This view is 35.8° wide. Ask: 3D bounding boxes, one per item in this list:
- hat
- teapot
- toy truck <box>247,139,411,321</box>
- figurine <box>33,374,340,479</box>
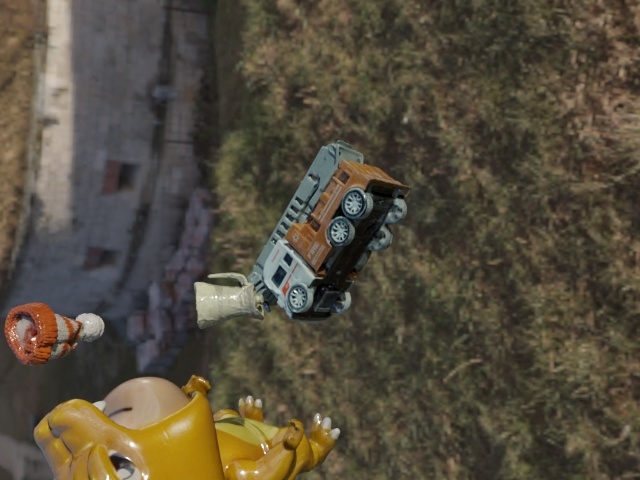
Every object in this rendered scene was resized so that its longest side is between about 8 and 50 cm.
[{"bbox_3d":[-0.438,0.155,1.669,0.093,0.162,0.112,-51,60,19],"label":"hat"},{"bbox_3d":[-0.110,0.071,1.193,0.057,0.083,0.067,-101,8,-77],"label":"teapot"},{"bbox_3d":[0.000,0.000,1.780,0.184,0.133,0.338,44,112,34],"label":"toy truck"},{"bbox_3d":[-0.151,0.330,1.295,0.401,0.387,0.268,30,109,34],"label":"figurine"}]
